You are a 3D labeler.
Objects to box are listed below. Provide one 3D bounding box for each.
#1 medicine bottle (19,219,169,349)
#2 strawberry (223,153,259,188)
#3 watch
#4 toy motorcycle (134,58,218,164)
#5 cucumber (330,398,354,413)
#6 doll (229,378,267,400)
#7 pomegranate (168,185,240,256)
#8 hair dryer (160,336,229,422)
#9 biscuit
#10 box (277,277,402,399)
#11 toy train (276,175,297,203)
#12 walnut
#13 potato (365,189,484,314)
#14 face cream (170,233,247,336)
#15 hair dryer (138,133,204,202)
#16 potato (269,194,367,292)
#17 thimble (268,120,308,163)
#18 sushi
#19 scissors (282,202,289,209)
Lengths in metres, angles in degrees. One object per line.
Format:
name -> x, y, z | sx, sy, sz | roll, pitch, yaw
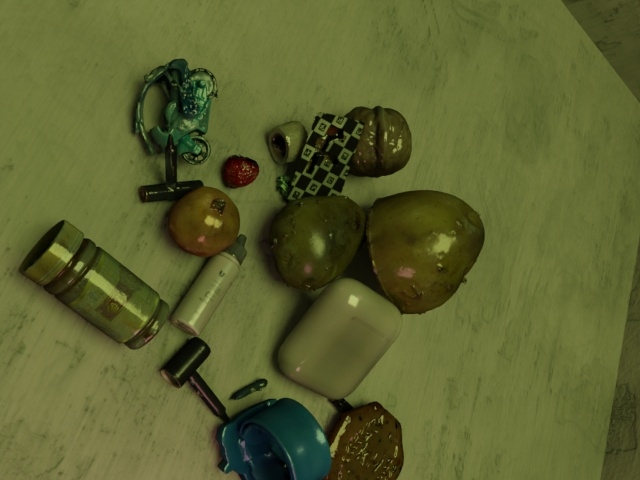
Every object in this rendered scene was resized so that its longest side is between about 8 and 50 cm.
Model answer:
medicine bottle -> -0.517, 0.110, 1.532 | 0.322, 0.151, 0.151 | 45, 59, -27
strawberry -> -0.225, -0.191, 1.852 | 0.106, 0.106, 0.106 | 6, 81, -39
watch -> -0.104, 0.584, 1.734 | 0.241, 0.274, 0.305 | -25, 100, -40
toy motorcycle -> -0.376, -0.337, 1.718 | 0.206, 0.154, 0.260 | 7, 90, -19
cucumber -> 0.087, 0.529, 2.055 | 0.163, 0.043, 0.039 | 51, 16, -31
doll -> -0.199, 0.417, 1.832 | 0.125, 0.037, 0.027 | -22, 99, -38
pomegranate -> -0.300, -0.046, 1.711 | 0.191, 0.191, 0.191 | 6, 81, -39
hair dryer -> -0.304, 0.382, 1.744 | 0.128, 0.070, 0.255 | -51, 123, -32
biscuit -> 0.138, 0.680, 2.050 | 0.359, 0.046, 0.359 | -1, 91, -41
box -> 0.059, 0.291, 1.922 | 0.289, 0.141, 0.349 | 34, 97, -31
toy train -> -0.102, -0.156, 1.984 | 0.083, 0.033, 0.053 | 47, 62, -25
walnut -> 0.171, -0.311, 2.103 | 0.248, 0.248, 0.248 | 6, 81, -39
potato -> 0.351, 0.024, 2.048 | 0.442, 0.319, 0.385 | -33, 108, -66
face cream -> -0.284, 0.106, 1.766 | 0.092, 0.092, 0.311 | 44, 59, -27
hair dryer -> -0.367, -0.189, 1.694 | 0.173, 0.050, 0.195 | -12, 136, -41
potato -> -0.001, -0.019, 1.937 | 0.359, 0.219, 0.269 | -41, 122, -43
thimble -> -0.097, -0.292, 1.958 | 0.090, 0.102, 0.115 | -28, 113, -39
sushi -> 0.007, -0.250, 1.983 | 0.193, 0.043, 0.279 | 4, 115, -35
scissors -> -0.065, -0.100, 2.008 | 0.113, 0.039, 0.012 | -1, 55, -46
